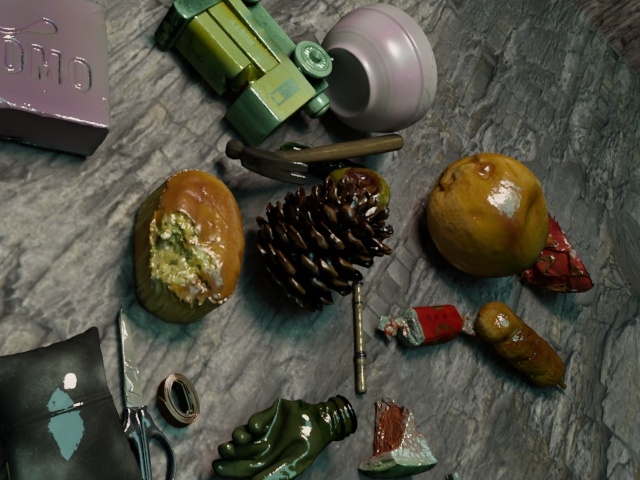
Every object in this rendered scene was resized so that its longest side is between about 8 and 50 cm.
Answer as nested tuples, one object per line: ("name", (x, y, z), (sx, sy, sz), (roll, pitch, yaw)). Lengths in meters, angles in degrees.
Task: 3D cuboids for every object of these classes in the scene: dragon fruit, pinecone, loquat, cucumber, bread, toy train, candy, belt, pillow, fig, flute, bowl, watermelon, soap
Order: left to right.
("soap", (-0.502, -0.300, 1.233), (0.296, 0.107, 0.285), (9, 58, -37))
("pillow", (-0.353, 0.253, 1.027), (0.186, 0.106, 0.249), (-14, 77, -39))
("belt", (-0.224, 0.252, 1.185), (0.059, 0.036, 0.083), (-12, 73, -42))
("bread", (-0.219, 0.006, 1.268), (0.179, 0.133, 0.250), (26, 52, -31))
("toy train", (-0.151, -0.387, 1.543), (0.397, 0.160, 0.253), (49, 51, -7))
("pinecone", (0.000, 0.000, 1.379), (0.224, 0.272, 0.224), (45, 15, -15))
("cucumber", (0.008, -0.166, 1.612), (0.215, 0.052, 0.058), (18, 28, -31))
("fig", (0.073, -0.082, 1.573), (0.144, 0.154, 0.166), (49, 12, 14))
("flute", (0.077, 0.189, 1.480), (0.027, 0.027, 0.233), (19, 55, -31))
("bowl", (0.096, -0.359, 1.642), (0.144, 0.287, 0.287), (-29, 85, -37))
("watermelon", (0.157, 0.374, 1.393), (0.121, 0.098, 0.158), (36, 44, -19))
("candy", (0.233, 0.180, 1.591), (0.292, 0.059, 0.086), (0, 65, -41))
("loquat", (0.378, -0.054, 1.718), (0.284, 0.276, 0.276), (43, 43, -38))
("bread", (0.475, 0.249, 1.720), (0.344, 0.084, 0.124), (39, 38, -28))
("dragon fruit", (0.573, 0.056, 1.909), (0.223, 0.148, 0.218), (64, 14, 22))

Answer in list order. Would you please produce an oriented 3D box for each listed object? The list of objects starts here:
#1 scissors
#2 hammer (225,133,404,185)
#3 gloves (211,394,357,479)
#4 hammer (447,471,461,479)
("scissors", (-0.286, 0.241, 1.151), (0.109, 0.022, 0.299), (6, 61, -42))
("hammer", (0.021, -0.183, 1.534), (0.168, 0.044, 0.440), (29, 29, 34))
("gloves", (-0.059, 0.324, 1.228), (0.268, 0.107, 0.135), (-7, 60, -38))
("hammer", (0.184, 0.498, 1.388), (0.246, 0.029, 0.103), (2, 64, -38))
